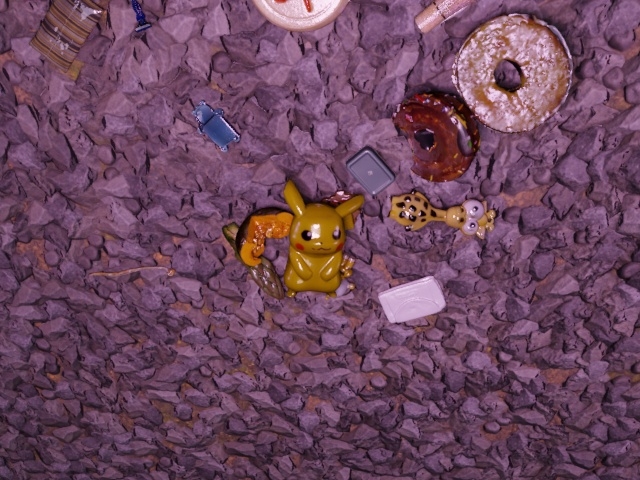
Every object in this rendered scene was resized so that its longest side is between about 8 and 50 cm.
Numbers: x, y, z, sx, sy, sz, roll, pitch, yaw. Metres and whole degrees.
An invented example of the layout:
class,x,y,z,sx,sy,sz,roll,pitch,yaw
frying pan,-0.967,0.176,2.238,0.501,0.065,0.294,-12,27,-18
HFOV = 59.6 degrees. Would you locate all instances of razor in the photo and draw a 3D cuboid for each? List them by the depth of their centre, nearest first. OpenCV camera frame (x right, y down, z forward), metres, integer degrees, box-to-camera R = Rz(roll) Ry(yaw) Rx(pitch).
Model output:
class,x,y,z,sx,sy,sz,roll,pitch,yaw
razor,-0.457,-0.582,1.339,0.044,0.028,0.154,-16,116,15

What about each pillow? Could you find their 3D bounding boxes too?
class,x,y,z,sx,sy,sz,roll,pitch,yaw
pillow,-0.631,-0.526,1.385,0.113,0.038,0.203,39,115,-14

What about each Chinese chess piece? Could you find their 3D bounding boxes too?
class,x,y,z,sx,sy,sz,roll,pitch,yaw
Chinese chess piece,-0.046,-0.595,1.244,0.251,0.097,0.250,3,120,5

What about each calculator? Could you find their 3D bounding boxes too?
class,x,y,z,sx,sy,sz,roll,pitch,yaw
calculator,-0.279,-0.303,1.476,0.094,0.019,0.141,-36,107,22

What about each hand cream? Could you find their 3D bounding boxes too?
class,x,y,z,sx,sy,sz,roll,pitch,yaw
hand cream,0.297,-0.538,1.249,0.203,0.084,0.084,-34,110,27

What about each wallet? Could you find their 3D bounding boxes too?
class,x,y,z,sx,sy,sz,roll,pitch,yaw
wallet,0.274,0.181,1.667,0.183,0.032,0.124,-19,112,17

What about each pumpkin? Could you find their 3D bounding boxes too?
class,x,y,z,sx,sy,sz,roll,pitch,yaw
pumpkin,-0.167,-0.025,1.552,0.183,0.108,0.119,-41,142,-13

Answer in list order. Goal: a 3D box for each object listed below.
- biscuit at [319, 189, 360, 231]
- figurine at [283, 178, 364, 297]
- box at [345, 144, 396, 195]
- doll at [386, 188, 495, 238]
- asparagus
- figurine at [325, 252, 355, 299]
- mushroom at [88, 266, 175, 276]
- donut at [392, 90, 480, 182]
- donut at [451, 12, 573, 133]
class,x,y,z,sx,sy,sz,roll,pitch,yaw
biscuit,0.063,-0.080,1.556,0.120,0.019,0.129,-7,118,10
figurine,-0.001,0.006,1.512,0.218,0.169,0.326,0,130,-12
box,0.133,-0.183,1.484,0.091,0.031,0.126,-36,110,23
doll,0.323,-0.068,1.495,0.291,0.086,0.117,8,89,1
asparagus,-0.187,0.071,1.636,0.080,0.080,0.287,-25,113,19
figurine,0.059,0.108,1.633,0.143,0.068,0.101,-38,92,22
mushroom,-0.586,0.097,1.732,0.287,0.028,0.026,-1,161,8
donut,0.288,-0.258,1.353,0.216,0.096,0.230,-18,105,55
donut,0.437,-0.390,1.301,0.272,0.107,0.271,2,114,5
